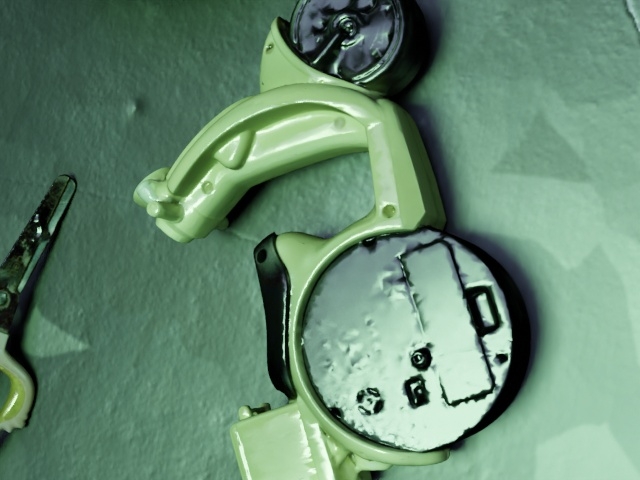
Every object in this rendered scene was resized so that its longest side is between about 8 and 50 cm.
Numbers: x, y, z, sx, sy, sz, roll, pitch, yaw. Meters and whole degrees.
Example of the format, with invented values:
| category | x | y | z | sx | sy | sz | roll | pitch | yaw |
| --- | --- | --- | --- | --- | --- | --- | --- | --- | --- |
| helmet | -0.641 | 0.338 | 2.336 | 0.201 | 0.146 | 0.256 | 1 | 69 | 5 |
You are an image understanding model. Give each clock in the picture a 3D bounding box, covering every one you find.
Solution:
| category | x | y | z | sx | sy | sz | roll | pitch | yaw |
| --- | --- | --- | --- | --- | --- | --- | --- | --- | --- |
| clock | 0.000 | 0.000 | 0.805 | 0.276 | 0.120 | 0.379 | -24 | 75 | 17 |

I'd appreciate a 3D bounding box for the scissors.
| category | x | y | z | sx | sy | sz | roll | pitch | yaw |
| --- | --- | --- | --- | --- | --- | --- | --- | --- | --- |
| scissors | -0.312 | 0.077 | 0.961 | 0.318 | 0.160 | 0.024 | -62 | 22 | -7 |
